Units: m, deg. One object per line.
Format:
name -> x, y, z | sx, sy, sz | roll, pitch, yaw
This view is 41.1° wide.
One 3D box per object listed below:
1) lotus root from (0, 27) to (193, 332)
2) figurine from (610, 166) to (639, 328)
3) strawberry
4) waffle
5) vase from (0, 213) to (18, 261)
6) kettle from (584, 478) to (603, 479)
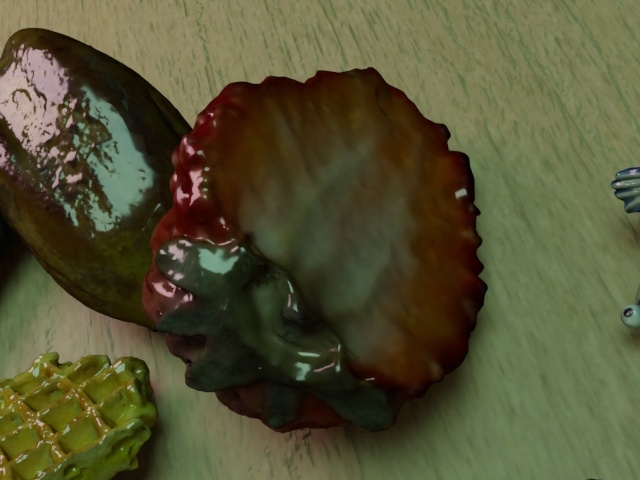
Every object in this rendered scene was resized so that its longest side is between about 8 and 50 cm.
lotus root -> -0.184, -0.049, 0.758 | 0.193, 0.193, 0.291 | -38, 69, -11
figurine -> 0.345, 0.004, 0.614 | 0.262, 0.121, 0.164 | -20, 52, 22
strawberry -> 0.000, 0.000, 0.679 | 0.265, 0.149, 0.336 | 42, 43, -8
waffle -> -0.225, 0.159, 0.673 | 0.211, 0.055, 0.160 | -34, 34, -26
vase -> -0.354, 0.061, 0.786 | 0.115, 0.115, 0.238 | 1, 62, 17
kettle -> 0.209, 0.304, 0.410 | 0.318, 0.265, 0.205 | 27, 35, 30
